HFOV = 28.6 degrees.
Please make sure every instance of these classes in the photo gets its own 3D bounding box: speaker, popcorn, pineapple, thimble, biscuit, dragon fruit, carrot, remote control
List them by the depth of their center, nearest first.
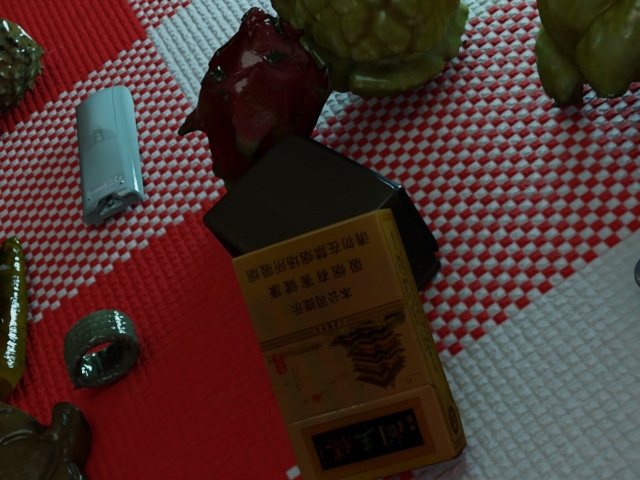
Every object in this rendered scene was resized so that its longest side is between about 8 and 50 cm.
[{"bbox_3d":[0.382,-0.299,1.483,0.321,0.290,0.326,5,36,39],"label":"popcorn"},{"bbox_3d":[0.000,0.000,1.549,0.192,0.153,0.231,-46,43,-10],"label":"speaker"},{"bbox_3d":[-0.428,0.342,1.580,0.394,0.070,0.350,23,67,44],"label":"biscuit"},{"bbox_3d":[-0.293,0.146,1.660,0.110,0.084,0.062,-41,39,13],"label":"thimble"},{"bbox_3d":[-0.093,-0.179,1.694,0.198,0.269,0.200,1,71,-17],"label":"dragon fruit"},{"bbox_3d":[0.077,-0.341,1.742,0.247,0.282,0.282,15,62,44],"label":"popcorn"},{"bbox_3d":[-0.457,0.102,1.830,0.066,0.066,0.314,-25,40,12],"label":"carrot"},{"bbox_3d":[-0.341,-0.145,1.981,0.103,0.051,0.293,-26,43,9],"label":"remote control"},{"bbox_3d":[-0.599,-0.251,2.185,0.158,0.158,0.279,15,75,41],"label":"pineapple"}]

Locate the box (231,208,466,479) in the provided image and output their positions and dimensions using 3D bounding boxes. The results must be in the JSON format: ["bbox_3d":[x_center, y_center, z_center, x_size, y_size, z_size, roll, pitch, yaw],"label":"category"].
[{"bbox_3d":[0.033,0.120,1.355,0.174,0.076,0.274,-18,89,20],"label":"box"}]

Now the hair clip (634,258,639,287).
[{"bbox_3d":[0.402,0.039,1.341,0.124,0.052,0.195,-39,49,10],"label":"hair clip"}]
